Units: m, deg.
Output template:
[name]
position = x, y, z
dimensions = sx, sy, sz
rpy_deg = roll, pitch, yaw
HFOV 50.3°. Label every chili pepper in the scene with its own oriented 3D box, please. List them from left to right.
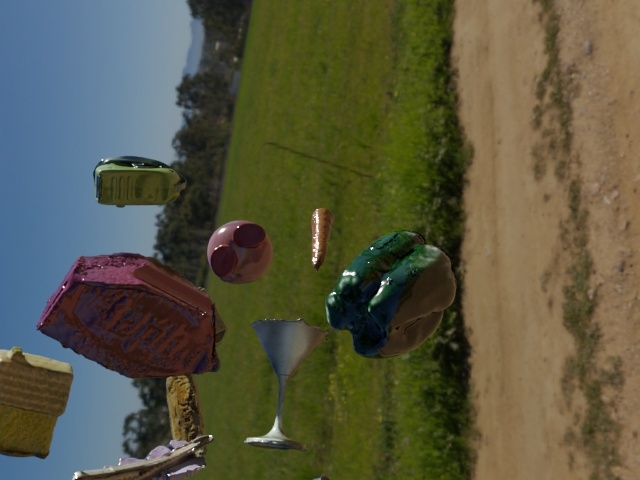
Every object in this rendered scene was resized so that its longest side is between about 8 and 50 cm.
[chili pepper]
position = 0.149, 0.120, 1.480
dimensions = 0.233, 0.257, 0.248
rpy_deg = 35, 134, 31

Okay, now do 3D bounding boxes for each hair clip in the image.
[hair clip]
position = -0.305, 0.397, 1.181
dimensions = 0.106, 0.292, 0.084
rpy_deg = 9, 102, 42

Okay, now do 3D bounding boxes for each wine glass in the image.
[wine glass]
position = -0.071, 0.276, 1.294
dimensions = 0.156, 0.156, 0.232
rpy_deg = 127, 151, -66

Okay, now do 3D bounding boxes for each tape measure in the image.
[tape measure]
position = -0.407, -0.133, 1.509
dimensions = 0.175, 0.200, 0.106
rpy_deg = 28, 118, 57

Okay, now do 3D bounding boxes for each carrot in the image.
[carrot]
position = 0.000, 0.000, 1.669
dimensions = 0.224, 0.057, 0.057
rpy_deg = -84, 9, -55

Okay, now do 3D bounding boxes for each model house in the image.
[model house]
position = -0.724, 0.386, 1.669
dimensions = 0.234, 0.193, 0.175
rpy_deg = -64, 26, 13

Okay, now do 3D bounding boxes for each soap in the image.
[soap]
position = -0.300, 0.133, 1.154
dimensions = 0.182, 0.289, 0.112
rpy_deg = -50, 24, 14

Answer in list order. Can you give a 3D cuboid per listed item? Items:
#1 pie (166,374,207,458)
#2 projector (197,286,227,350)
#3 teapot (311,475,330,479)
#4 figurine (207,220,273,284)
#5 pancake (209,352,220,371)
[pie]
position = -0.390, 0.516, 1.990
dimensions = 0.129, 0.068, 0.282
rpy_deg = -33, 53, 24
[projector]
position = -0.387, 0.269, 2.017
dimensions = 0.269, 0.088, 0.193
rpy_deg = -36, 84, 46
[teapot]
position = 0.004, 0.695, 1.892
dimensions = 0.057, 0.066, 0.088
rpy_deg = -53, 27, 21
[figurine]
position = -0.203, 0.032, 1.732
dimensions = 0.173, 0.173, 0.173
rpy_deg = -171, 90, -78
[pancake]
position = -0.303, 0.298, 1.766
dimensions = 0.011, 0.115, 0.115
rpy_deg = -43, -21, -46
